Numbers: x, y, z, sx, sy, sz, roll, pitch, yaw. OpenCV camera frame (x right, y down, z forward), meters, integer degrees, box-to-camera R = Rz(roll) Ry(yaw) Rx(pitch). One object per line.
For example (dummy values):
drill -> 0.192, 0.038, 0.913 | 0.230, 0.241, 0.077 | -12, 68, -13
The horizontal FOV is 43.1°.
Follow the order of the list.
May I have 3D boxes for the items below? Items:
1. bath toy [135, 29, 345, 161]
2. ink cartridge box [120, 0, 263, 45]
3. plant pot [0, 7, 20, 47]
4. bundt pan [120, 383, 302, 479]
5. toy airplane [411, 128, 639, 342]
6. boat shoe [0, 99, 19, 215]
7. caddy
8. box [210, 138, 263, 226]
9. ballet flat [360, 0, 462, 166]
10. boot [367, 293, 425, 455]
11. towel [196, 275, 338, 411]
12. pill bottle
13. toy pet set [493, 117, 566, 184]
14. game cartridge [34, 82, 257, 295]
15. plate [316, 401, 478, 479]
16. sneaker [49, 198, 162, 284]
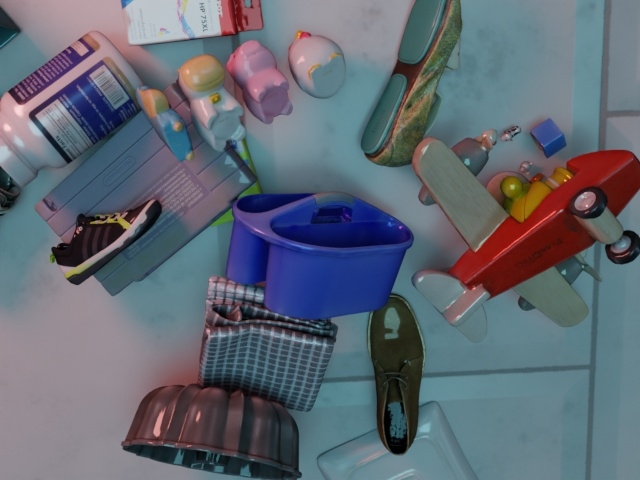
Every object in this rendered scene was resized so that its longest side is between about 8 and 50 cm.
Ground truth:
bath toy -> -0.124, -0.265, 1.356 | 0.348, 0.129, 0.151 | -26, 136, -21
ink cartridge box -> -0.220, -0.413, 1.390 | 0.231, 0.078, 0.134 | -7, 104, 0
plant pot -> -0.661, -0.402, 1.340 | 0.166, 0.165, 0.234 | -35, 94, 7
bundt pan -> -0.187, 0.347, 1.483 | 0.331, 0.331, 0.124 | 11, 67, -5
toy airplane -> 0.329, -0.010, 1.416 | 0.385, 0.272, 0.386 | 2, 128, -4
boat shoe -> -0.597, -0.089, 1.435 | 0.119, 0.121, 0.335 | 11, 101, 0
caddy -> 0.000, 0.000, 1.385 | 0.341, 0.241, 0.179 | -4, 117, -44
box -> -0.176, -0.125, 1.480 | 0.109, 0.042, 0.178 | -16, 104, 5
ballet flat -> 0.181, -0.290, 1.425 | 0.123, 0.123, 0.348 | 21, 102, -7
boot -> 0.147, 0.255, 1.537 | 0.113, 0.115, 0.305 | -4, 92, 5
towel -> -0.102, 0.201, 1.459 | 0.235, 0.121, 0.283 | 12, 143, -3
pill bottle -> -0.435, -0.217, 1.361 | 0.265, 0.153, 0.153 | -39, 102, -10
toy pet set -> 0.388, -0.159, 1.478 | 0.114, 0.065, 0.122 | -34, 103, 6
game cartridge -> -0.312, -0.082, 1.454 | 0.355, 0.068, 0.230 | -37, 102, 16
plate -> 0.172, 0.502, 1.645 | 0.278, 0.045, 0.277 | -27, 104, 5
sneaker -> -0.384, -0.013, 1.411 | 0.235, 0.084, 0.097 | -36, 97, 16
